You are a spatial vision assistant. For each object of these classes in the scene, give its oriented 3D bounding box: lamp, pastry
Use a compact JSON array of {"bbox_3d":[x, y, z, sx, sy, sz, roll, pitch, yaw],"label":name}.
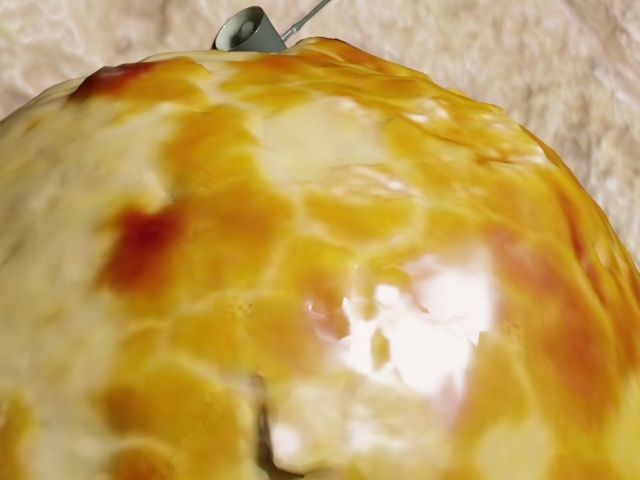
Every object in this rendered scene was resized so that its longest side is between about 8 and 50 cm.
[{"bbox_3d":[-0.007,-0.130,0.839,0.054,0.041,0.121,47,62,-34],"label":"lamp"},{"bbox_3d":[-0.011,0.102,0.620,0.389,0.313,0.388,11,73,-39],"label":"pastry"}]
